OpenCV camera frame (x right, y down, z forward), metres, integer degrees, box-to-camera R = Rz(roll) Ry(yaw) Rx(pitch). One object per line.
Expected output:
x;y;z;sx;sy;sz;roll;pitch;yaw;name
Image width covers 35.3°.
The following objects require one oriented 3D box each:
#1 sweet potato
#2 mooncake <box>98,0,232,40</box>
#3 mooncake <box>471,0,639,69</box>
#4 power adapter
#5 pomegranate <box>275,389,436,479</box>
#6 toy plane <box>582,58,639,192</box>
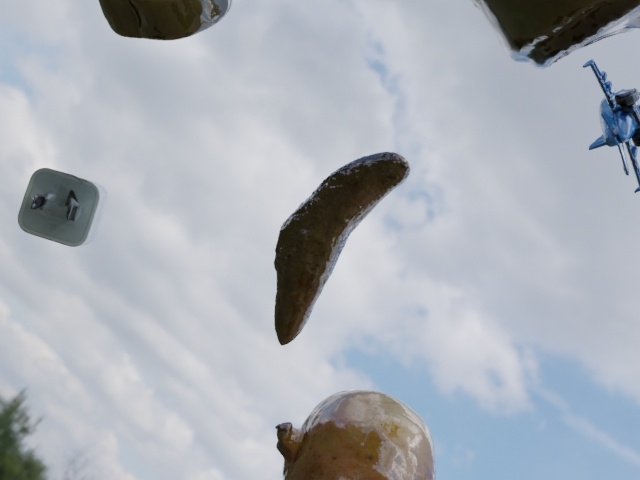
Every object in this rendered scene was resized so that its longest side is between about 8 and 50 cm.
-0.002;-0.004;1.464;0.114;0.341;0.092;37;18;10;sweet potato
-0.255;-0.437;1.716;0.235;0.235;0.117;23;-36;41;mooncake
0.336;-0.369;1.120;0.246;0.394;0.393;53;-30;2;mooncake
-0.465;-0.059;1.805;0.130;0.125;0.205;19;0;-4;power adapter
0.056;0.433;1.904;0.338;0.338;0.338;36;-22;17;pomegranate
0.537;-0.222;1.798;0.105;0.271;0.254;-17;-70;33;toy plane
